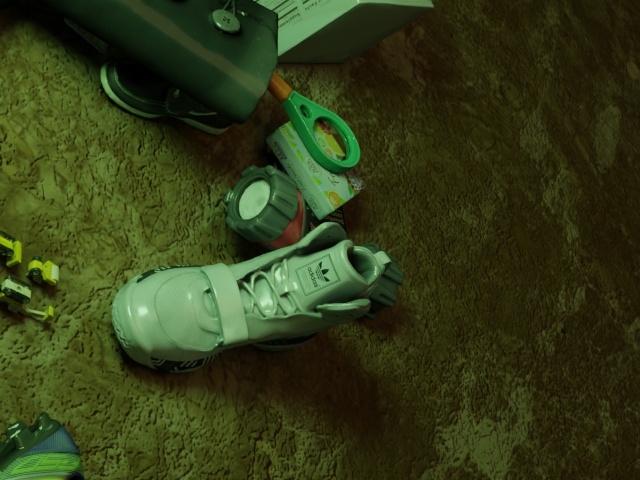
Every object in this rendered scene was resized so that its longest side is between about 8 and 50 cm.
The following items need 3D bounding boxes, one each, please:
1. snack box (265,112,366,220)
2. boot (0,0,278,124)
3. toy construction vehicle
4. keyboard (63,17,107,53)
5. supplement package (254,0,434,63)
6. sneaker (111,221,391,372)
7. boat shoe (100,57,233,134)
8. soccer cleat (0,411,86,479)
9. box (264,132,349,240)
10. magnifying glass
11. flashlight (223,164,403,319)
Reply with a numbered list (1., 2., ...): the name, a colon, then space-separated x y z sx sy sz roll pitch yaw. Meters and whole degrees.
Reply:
1. snack box: -0.006 -0.111 2.163 0.141 0.037 0.100 56 39 -2
2. boot: -0.269 -0.268 1.871 0.445 0.146 0.367 34 44 -20
3. toy construction vehicle: -0.347 0.043 1.733 0.098 0.035 0.086 30 36 -38
4. keyboard: -0.294 -0.364 2.058 0.072 0.014 0.256 36 45 -30
5. supplement package: 0.002 -0.428 2.287 0.199 0.198 0.263 -8 74 -51
6. sneaker: -0.077 0.063 1.880 0.366 0.210 0.137 -2 69 -50
7. boat shoe: -0.192 -0.207 2.028 0.233 0.079 0.084 12 61 -43
8. soccer cleat: -0.336 0.290 1.540 0.121 0.093 0.289 61 37 -12
9. box: -0.019 -0.071 2.181 0.116 0.029 0.162 12 60 -44
10. magnifying glass: -0.030 -0.188 2.142 0.231 0.026 0.092 44 40 -13
11. flashlight: 0.000 0.000 2.078 0.304 0.103 0.103 30 36 -42
